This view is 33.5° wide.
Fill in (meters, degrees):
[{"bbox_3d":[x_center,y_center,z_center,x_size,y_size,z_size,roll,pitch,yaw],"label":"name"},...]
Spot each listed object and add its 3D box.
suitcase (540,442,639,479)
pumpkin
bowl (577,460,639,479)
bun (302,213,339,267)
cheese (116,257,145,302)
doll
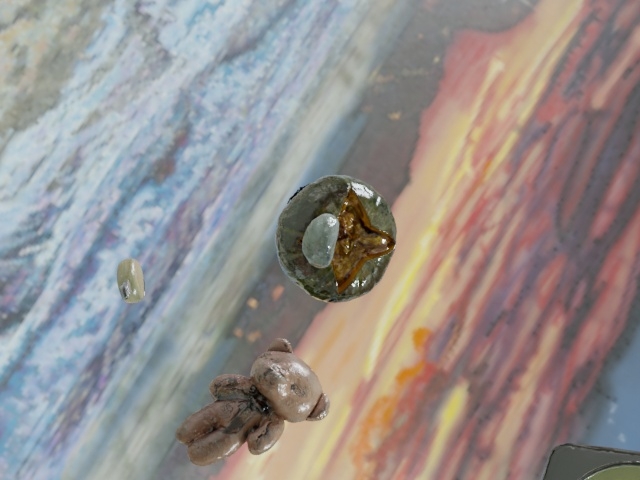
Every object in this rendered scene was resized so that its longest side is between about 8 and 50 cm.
[{"bbox_3d":[0.459,0.494,1.611,0.339,0.188,0.345,4,-124,31],"label":"suitcase"},{"bbox_3d":[0.026,-0.004,1.973,0.238,0.238,0.159,-58,-163,-9],"label":"pumpkin"},{"bbox_3d":[0.380,0.404,1.311,0.237,0.238,0.126,-62,173,-28],"label":"bowl"},{"bbox_3d":[0.000,0.000,1.500,0.083,0.045,0.083,16,90,-85],"label":"bun"},{"bbox_3d":[-0.425,0.102,2.363,0.048,0.092,0.171,-13,-150,1],"label":"cheese"},{"bbox_3d":[-0.140,0.317,2.081,0.303,0.201,0.156,-29,149,-22],"label":"doll"}]
